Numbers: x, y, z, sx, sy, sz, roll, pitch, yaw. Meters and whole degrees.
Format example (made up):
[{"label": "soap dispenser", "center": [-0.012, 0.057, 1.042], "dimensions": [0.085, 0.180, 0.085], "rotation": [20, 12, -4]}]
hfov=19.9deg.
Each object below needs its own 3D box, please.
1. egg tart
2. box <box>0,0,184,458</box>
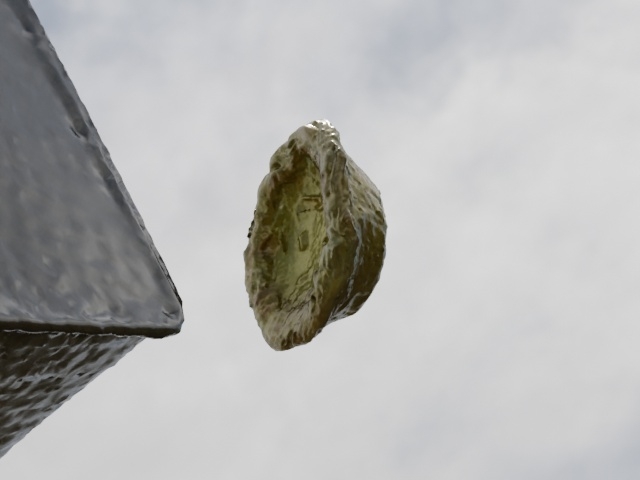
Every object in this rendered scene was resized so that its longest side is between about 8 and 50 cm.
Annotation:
[{"label": "egg tart", "center": [0.000, 0.000, 0.791], "dimensions": [0.039, 0.105, 0.105], "rotation": [12, -51, -26]}, {"label": "box", "center": [-0.200, -0.010, 0.599], "dimensions": [0.143, 0.184, 0.273], "rotation": [-39, -22, 24]}]
